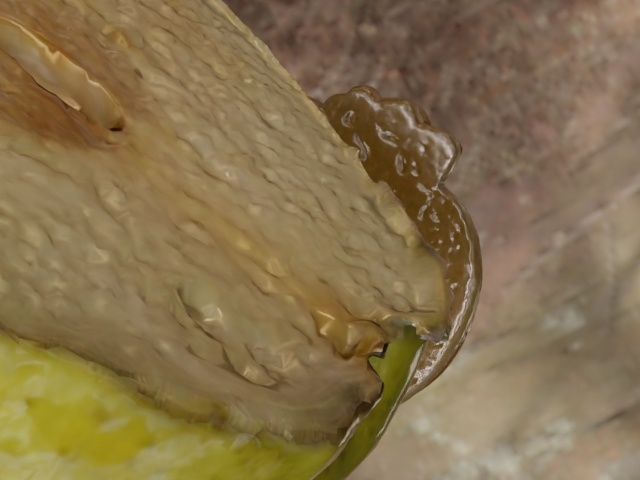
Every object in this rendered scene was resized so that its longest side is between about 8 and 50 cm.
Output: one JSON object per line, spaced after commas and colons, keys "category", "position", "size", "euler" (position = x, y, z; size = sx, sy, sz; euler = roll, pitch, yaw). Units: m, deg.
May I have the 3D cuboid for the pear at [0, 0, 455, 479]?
{"category": "pear", "position": [-0.163, -0.017, 0.692], "size": [0.191, 0.386, 0.340], "euler": [-51, 172, 22]}

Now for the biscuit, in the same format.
{"category": "biscuit", "position": [0.001, 0.000, 0.946], "size": [0.170, 0.170, 0.050], "euler": [-31, 177, 11]}
